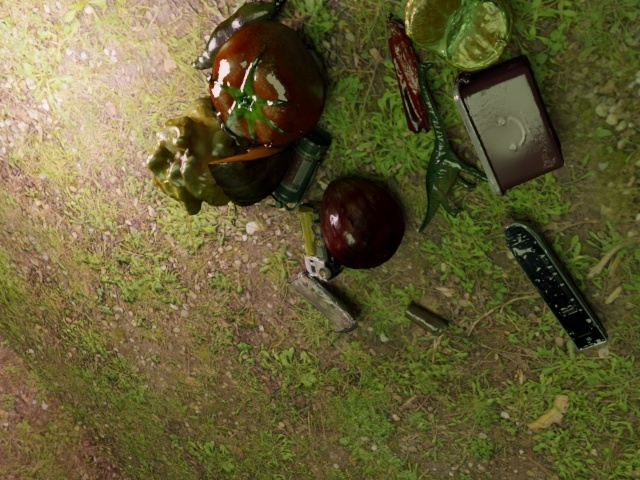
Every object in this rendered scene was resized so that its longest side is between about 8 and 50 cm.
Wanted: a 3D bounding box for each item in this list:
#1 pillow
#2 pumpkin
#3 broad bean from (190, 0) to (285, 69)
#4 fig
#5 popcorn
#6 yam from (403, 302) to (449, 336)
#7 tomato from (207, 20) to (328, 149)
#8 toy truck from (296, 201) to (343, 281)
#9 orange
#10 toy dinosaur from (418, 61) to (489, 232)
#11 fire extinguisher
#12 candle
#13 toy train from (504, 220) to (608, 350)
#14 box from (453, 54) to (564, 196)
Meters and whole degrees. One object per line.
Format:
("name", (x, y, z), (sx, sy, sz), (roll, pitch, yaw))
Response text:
("pillow", (0.015, 0.185, 1.978), (0.255, 0.059, 0.169), (45, 155, -3))
("pumpkin", (-0.152, -0.163, 1.673), (0.148, 0.312, 0.169), (5, 112, 27))
("broad bean", (-0.217, -0.545, 1.657), (0.339, 0.061, 0.077), (-25, 118, 33))
("fig", (0.103, -0.046, 1.723), (0.224, 0.224, 0.263), (-24, 101, 33))
("popcorn", (-0.356, -0.213, 1.775), (0.325, 0.290, 0.321), (11, 123, 18))
("yam", (0.311, 0.236, 1.896), (0.132, 0.054, 0.054), (31, 126, 5))
("tomato", (-0.121, -0.388, 1.602), (0.303, 0.239, 0.303), (20, 133, 23))
("toy truck", (0.000, 0.000, 1.863), (0.114, 0.098, 0.227), (14, 123, 40))
("orange", (0.299, -0.484, 1.402), (0.237, 0.158, 0.179), (21, 127, -5))
("toy dinosaur", (0.269, -0.201, 1.614), (0.301, 0.087, 0.447), (30, 133, -5))
("fire extinguisher", (-0.069, -0.179, 1.790), (0.118, 0.093, 0.294), (43, 128, 16))
("candle", (0.213, -0.402, 1.555), (0.084, 0.059, 0.302), (-17, 112, 15))
("toy train", (0.606, 0.101, 1.662), (0.086, 0.088, 0.407), (-29, 104, 32))
("box", (0.434, -0.269, 1.464), (0.167, 0.193, 0.294), (-20, 110, 23))
